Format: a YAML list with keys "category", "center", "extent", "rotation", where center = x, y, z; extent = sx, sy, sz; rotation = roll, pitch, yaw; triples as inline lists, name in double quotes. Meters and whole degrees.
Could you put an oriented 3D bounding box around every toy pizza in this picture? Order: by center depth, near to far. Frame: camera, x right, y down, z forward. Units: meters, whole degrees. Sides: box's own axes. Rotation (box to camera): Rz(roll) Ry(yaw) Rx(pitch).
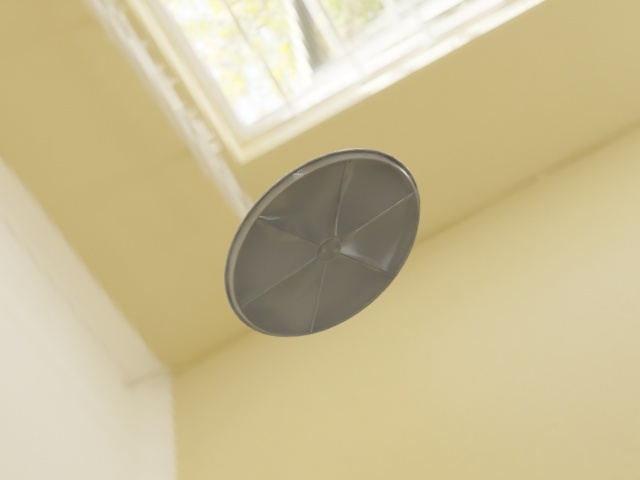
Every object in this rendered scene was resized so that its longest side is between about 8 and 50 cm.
- category: "toy pizza"
  center: [0.000, 0.000, 1.380]
  extent: [0.032, 0.201, 0.201]
  rotation: [49, 179, 42]
